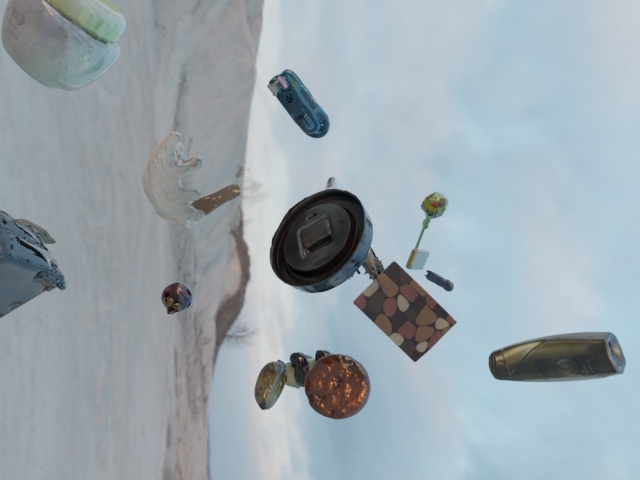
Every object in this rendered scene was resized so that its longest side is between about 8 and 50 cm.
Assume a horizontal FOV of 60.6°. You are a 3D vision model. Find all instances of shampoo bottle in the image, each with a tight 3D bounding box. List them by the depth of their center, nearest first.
[{"bbox_3d":[0.617,0.319,1.474,0.350,0.084,0.126,-20,-82,47],"label":"shampoo bottle"},{"bbox_3d":[-0.781,-0.635,1.670,0.317,0.322,0.322,-47,-149,15],"label":"shampoo bottle"}]

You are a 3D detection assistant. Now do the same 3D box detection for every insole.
[{"bbox_3d":[-0.420,-0.147,2.122,0.081,0.247,0.011,60,-6,25],"label":"insole"}]

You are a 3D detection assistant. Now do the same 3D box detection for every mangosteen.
[{"bbox_3d":[-0.364,0.148,1.399,0.081,0.081,0.081,176,-90,-77],"label":"mangosteen"}]

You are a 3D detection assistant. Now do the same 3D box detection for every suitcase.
[{"bbox_3d":[-0.791,0.088,1.202,0.188,0.345,0.339,58,-7,11],"label":"suitcase"}]

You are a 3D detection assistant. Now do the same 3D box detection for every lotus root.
[{"bbox_3d":[-0.153,0.434,1.662,0.089,0.080,0.179,66,30,-27],"label":"lotus root"}]

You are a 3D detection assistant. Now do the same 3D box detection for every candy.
[{"bbox_3d":[0.382,-0.053,1.965,0.305,0.091,0.083,99,-26,-50],"label":"candy"}]

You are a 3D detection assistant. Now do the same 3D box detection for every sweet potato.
[{"bbox_3d":[-0.772,-0.029,1.458,0.153,0.038,0.041,33,19,-48],"label":"sweet potato"}]

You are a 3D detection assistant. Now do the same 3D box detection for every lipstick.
[{"bbox_3d":[0.037,-0.190,2.006,0.141,0.040,0.040,-76,171,-58],"label":"lipstick"}]

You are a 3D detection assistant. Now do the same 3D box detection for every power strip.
[{"bbox_3d":[0.345,0.067,1.941,0.169,0.028,0.076,9,103,-63],"label":"power strip"}]

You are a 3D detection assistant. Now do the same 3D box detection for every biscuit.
[{"bbox_3d":[0.054,0.462,1.736,0.036,0.212,0.212,74,5,-67],"label":"biscuit"}]

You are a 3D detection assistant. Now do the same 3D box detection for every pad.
[{"bbox_3d":[0.221,0.188,1.437,0.235,0.158,0.003,45,3,-1],"label":"pad"}]

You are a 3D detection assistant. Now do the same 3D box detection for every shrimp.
[{"bbox_3d":[0.127,0.068,1.964,0.289,0.075,0.178,56,-40,3],"label":"shrimp"}]

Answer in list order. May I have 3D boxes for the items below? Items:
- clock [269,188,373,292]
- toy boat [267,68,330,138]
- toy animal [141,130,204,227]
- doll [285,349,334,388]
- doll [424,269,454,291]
[{"bbox_3d":[0.000,0.000,1.580,0.067,0.325,0.325,43,22,-44],"label":"clock"},{"bbox_3d":[-0.083,-0.499,2.096,0.134,0.299,0.092,-21,-148,36],"label":"toy boat"},{"bbox_3d":[-0.535,-0.218,2.004,0.308,0.266,0.188,45,-9,-37],"label":"toy animal"},{"bbox_3d":[-0.038,0.464,1.962,0.143,0.234,0.135,46,42,-66],"label":"doll"},{"bbox_3d":[0.400,0.135,1.850,0.125,0.027,0.037,33,-71,44],"label":"doll"}]
